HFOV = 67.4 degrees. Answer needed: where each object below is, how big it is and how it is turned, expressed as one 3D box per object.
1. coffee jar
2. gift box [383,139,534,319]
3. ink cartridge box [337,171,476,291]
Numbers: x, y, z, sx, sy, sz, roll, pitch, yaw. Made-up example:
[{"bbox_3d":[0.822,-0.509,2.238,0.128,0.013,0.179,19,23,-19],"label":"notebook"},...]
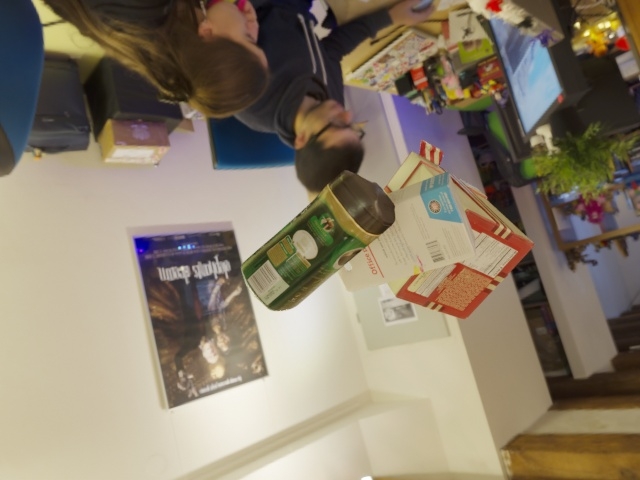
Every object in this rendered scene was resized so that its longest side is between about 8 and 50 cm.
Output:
[{"bbox_3d":[0.000,0.000,0.561,0.184,0.079,0.096,-41,165,16],"label":"coffee jar"},{"bbox_3d":[0.232,-0.030,0.999,0.276,0.258,0.255,26,112,-34],"label":"gift box"},{"bbox_3d":[0.102,-0.008,0.643,0.181,0.104,0.061,-19,-162,23],"label":"ink cartridge box"}]
